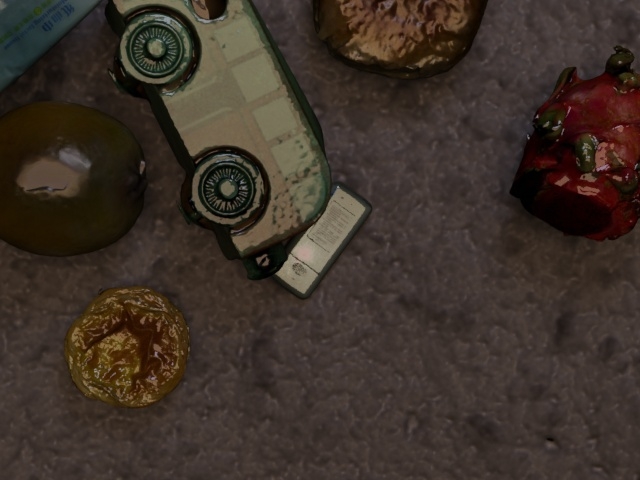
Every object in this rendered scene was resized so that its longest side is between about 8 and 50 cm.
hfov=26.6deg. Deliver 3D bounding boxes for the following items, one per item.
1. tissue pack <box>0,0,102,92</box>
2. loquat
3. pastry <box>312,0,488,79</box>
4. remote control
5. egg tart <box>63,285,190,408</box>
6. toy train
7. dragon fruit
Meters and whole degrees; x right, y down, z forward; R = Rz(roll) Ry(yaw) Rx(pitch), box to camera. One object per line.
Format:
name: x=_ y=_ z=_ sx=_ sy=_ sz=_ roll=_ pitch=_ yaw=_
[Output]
tissue pack: x=-0.335 y=-0.197 z=1.289 sx=0.263 sy=0.177 sz=0.089 roll=-43 pitch=123 yaw=-1
loquat: x=-0.263 y=-0.060 z=1.316 sx=0.195 sy=0.152 sz=0.152 roll=3 pitch=92 yaw=4
pastry: x=0.085 y=-0.259 z=1.354 sx=0.182 sy=0.093 sz=0.192 roll=7 pitch=96 yaw=-5
remote control: x=0.000 y=0.000 z=1.395 sx=0.053 sy=0.018 sz=0.124 roll=35 pitch=90 yaw=-6
egg tart: x=-0.194 y=0.105 z=1.368 sx=0.130 sy=0.052 sz=0.130 roll=0 pitch=94 yaw=-3
toy train: x=-0.096 y=-0.124 z=1.332 sx=0.159 sy=0.129 sz=0.326 roll=-27 pitch=93 yaw=-9
dragon fruit: x=0.273 y=-0.099 z=1.343 sx=0.160 sy=0.166 sz=0.172 roll=-2 pitch=55 yaw=33
